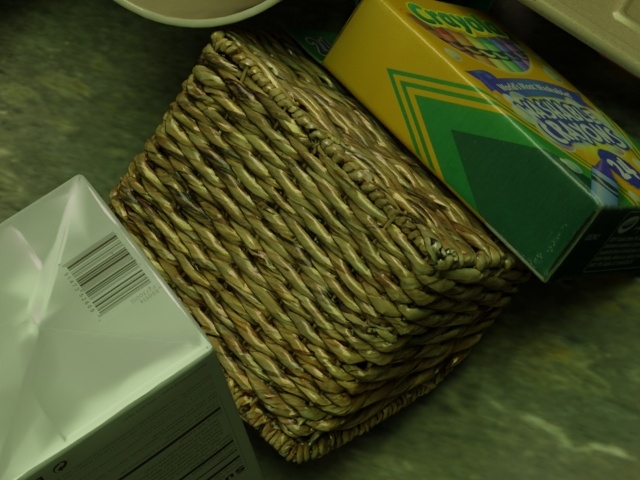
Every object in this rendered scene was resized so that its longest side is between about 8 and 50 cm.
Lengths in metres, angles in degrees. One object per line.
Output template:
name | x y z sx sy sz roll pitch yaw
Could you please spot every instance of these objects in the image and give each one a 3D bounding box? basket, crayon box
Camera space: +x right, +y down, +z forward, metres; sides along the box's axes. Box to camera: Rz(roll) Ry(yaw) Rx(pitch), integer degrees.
basket | 0.000 0.000 1.279 0.299 0.213 0.223 45 114 24
crayon box | 0.143 -0.104 1.286 0.323 0.203 0.083 46 115 25

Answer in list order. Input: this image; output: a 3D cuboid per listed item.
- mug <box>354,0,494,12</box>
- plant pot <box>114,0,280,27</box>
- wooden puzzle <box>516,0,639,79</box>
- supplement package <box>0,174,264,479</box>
mug | 0.095 -0.264 1.403 0.129 0.158 0.097 4 61 -12
plant pot | -0.057 -0.316 1.316 0.256 0.274 0.257 3 101 17
wooden puzzle | 0.287 -0.275 1.384 0.348 0.080 0.322 35 60 -3
supplement package | -0.170 0.125 1.140 0.175 0.293 0.177 -34 63 -12
